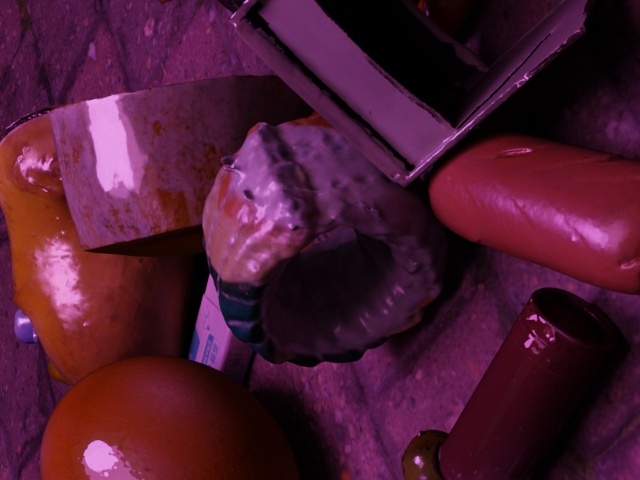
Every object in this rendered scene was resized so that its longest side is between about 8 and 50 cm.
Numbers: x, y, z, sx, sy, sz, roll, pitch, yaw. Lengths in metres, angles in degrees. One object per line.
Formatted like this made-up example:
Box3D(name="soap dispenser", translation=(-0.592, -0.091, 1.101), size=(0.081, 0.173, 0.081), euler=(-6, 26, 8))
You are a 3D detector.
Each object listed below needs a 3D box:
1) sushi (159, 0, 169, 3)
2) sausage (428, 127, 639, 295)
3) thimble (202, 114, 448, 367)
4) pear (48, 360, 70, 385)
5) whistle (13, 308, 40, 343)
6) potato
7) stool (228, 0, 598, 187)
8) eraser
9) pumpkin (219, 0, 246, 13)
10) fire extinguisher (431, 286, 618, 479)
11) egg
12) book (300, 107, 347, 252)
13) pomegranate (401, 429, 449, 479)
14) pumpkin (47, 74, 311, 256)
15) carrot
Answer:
Box3D(name="sushi", translation=(-0.167, -0.449, 1.799), size=(0.296, 0.179, 0.166), euler=(-27, 57, 50))
Box3D(name="sausage", translation=(0.226, -0.031, 1.207), size=(0.304, 0.121, 0.121), euler=(23, 104, 55))
Box3D(name="thimble", translation=(0.000, 0.000, 1.394), size=(0.254, 0.288, 0.167), euler=(-25, 52, 3))
Box3D(name="pear", translation=(-0.398, 0.194, 2.110), size=(0.092, 0.097, 0.092), euler=(163, 90, -80))
Box3D(name="whistle", translation=(-0.452, 0.086, 2.156), size=(0.269, 0.093, 0.180), euler=(-97, -4, -60))
Box3D(name="potato", translation=(-0.287, 0.045, 1.791), size=(0.397, 0.290, 0.296), euler=(100, 158, -53))
Box3D(name="stool", translation=(0.098, -0.238, 1.259), size=(0.270, 0.244, 0.170), euler=(-41, 10, 38))
Box3D(name="eraser", translation=(-0.140, 0.164, 1.771), size=(0.095, 0.052, 0.225), euler=(38, 117, 54))
Box3D(name="pumpkin", translation=(-0.011, -0.392, 1.502), size=(0.323, 0.241, 0.323), euler=(14, 107, 55))
Box3D(name="fire extinguisher", translation=(0.182, 0.179, 1.254), size=(0.105, 0.105, 0.269), euler=(56, 128, 44))
Box3D(name="egg", translation=(-0.184, 0.290, 1.604), size=(0.351, 0.283, 0.282), euler=(18, 101, 31))
Box3D(name="book", translation=(0.009, -0.099, 1.623), size=(0.208, 0.020, 0.295), euler=(49, 124, 47))
Box3D(name="pomegranate", translation=(0.127, 0.240, 1.364), size=(0.084, 0.073, 0.073), euler=(35, 119, 12))
Box3D(name="pumpkin", translation=(-0.155, -0.081, 1.589), size=(0.332, 0.332, 0.199), euler=(-8, 92, 55))
Box3D(name="carrot", translation=(0.085, -0.201, 1.472), size=(0.062, 0.066, 0.271), euler=(48, 121, 5))
